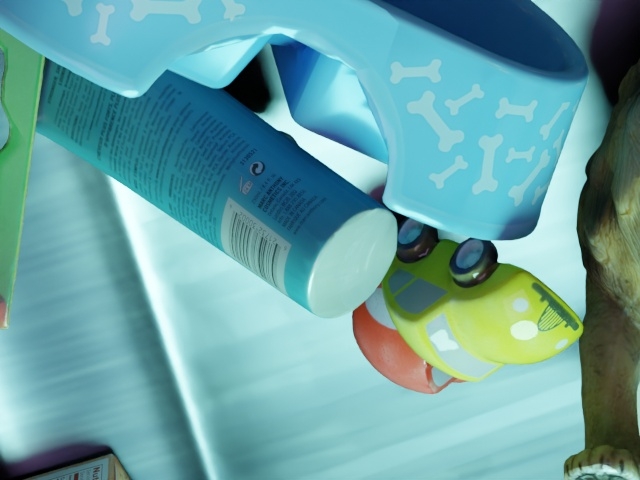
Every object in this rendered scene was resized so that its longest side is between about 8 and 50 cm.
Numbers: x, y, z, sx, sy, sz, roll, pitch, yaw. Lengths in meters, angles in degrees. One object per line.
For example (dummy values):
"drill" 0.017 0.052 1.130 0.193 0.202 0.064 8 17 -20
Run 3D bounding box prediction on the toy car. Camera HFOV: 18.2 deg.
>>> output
"toy car" 0.000 0.000 0.928 0.225 0.239 0.053 36 81 -1

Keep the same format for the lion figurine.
"lion figurine" 0.182 0.064 0.977 0.142 0.240 0.392 8 145 3

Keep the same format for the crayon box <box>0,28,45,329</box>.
"crayon box" -0.282 -0.059 0.863 0.318 0.081 0.202 6 108 -9

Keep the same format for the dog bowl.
"dog bowl" -0.017 -0.102 0.834 0.297 0.166 0.074 22 114 -20

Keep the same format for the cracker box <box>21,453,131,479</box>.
"cracker box" -0.192 0.223 1.145 0.232 0.067 0.156 -17 128 12

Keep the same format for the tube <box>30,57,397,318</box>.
"tube" -0.057 -0.040 0.865 0.052 0.207 0.080 -1 120 -52
